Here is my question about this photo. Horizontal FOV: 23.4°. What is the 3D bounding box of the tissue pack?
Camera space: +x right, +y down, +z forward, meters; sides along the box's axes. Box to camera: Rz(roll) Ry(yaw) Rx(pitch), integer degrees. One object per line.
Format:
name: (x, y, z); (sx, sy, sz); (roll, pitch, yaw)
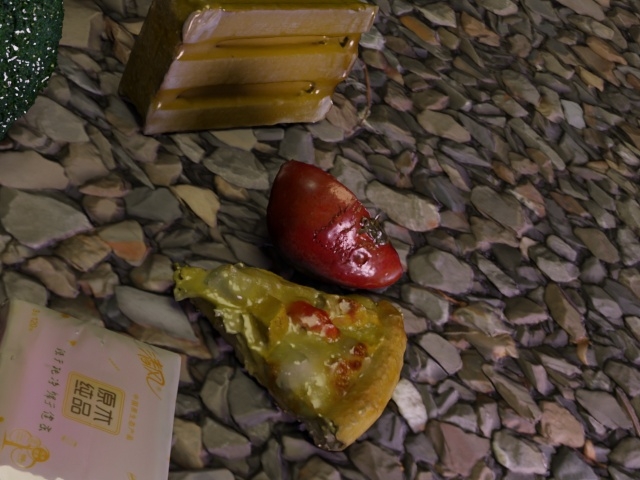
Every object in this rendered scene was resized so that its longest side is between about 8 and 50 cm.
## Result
tissue pack: (-0.239, 0.186, 1.429); (0.185, 0.124, 0.225); (23, 37, -18)

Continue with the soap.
soap: (-0.092, -0.243, 1.985); (0.315, 0.199, 0.091); (-8, 46, -41)

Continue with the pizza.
pizza: (-0.039, 0.100, 1.726); (0.288, 0.075, 0.280); (27, 35, -9)

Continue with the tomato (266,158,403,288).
tomato: (0.000, 0.000, 1.838); (0.099, 0.173, 0.189); (-46, 119, -19)

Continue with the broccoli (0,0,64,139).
broccoli: (-0.409, -0.248, 1.724); (0.308, 0.275, 0.308); (-8, 90, -69)
